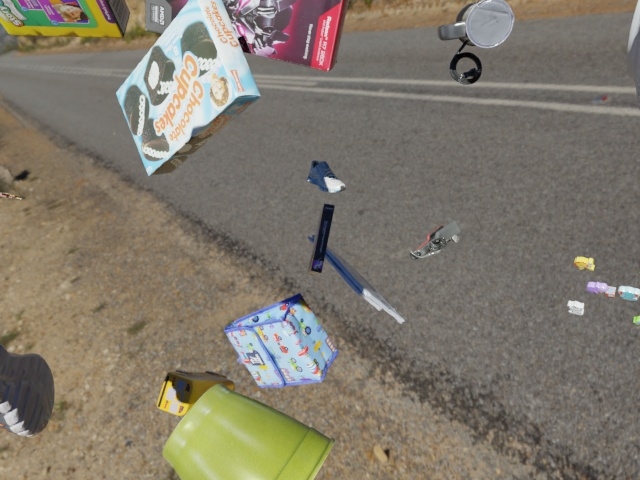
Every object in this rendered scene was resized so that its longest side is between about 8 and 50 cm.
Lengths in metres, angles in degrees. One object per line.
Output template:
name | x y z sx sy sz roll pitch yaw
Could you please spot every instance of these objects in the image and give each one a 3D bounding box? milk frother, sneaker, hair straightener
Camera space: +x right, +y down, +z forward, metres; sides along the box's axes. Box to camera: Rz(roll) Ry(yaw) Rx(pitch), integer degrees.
milk frother | 0.304 -0.378 1.001 0.129 0.143 0.134 -26 17 16
sneaker | -0.561 0.225 0.815 0.180 0.321 0.124 -1 54 1
hair straightener | 0.290 -0.004 1.274 0.089 0.047 0.230 -22 0 42
sneaker | 0.016 -0.213 1.690 0.072 0.082 0.191 -12 29 -33

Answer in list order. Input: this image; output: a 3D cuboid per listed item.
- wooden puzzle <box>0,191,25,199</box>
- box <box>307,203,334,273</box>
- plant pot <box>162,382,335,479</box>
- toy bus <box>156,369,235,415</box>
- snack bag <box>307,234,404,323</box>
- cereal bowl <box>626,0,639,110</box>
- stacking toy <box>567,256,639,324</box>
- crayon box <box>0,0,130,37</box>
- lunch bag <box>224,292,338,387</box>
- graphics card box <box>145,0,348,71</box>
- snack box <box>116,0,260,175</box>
wooden puzzle | -0.623 -0.090 1.026 0.083 0.006 0.049 11 2 10
box | 0.000 0.000 1.241 0.029 0.162 0.116 13 -9 -4
plant pot | -0.208 0.577 1.380 0.353 0.366 0.366 35 51 11
toy bus | -0.375 0.475 1.628 0.130 0.333 0.108 11 79 21
snack bag | 0.124 0.139 1.798 0.037 0.342 0.323 -46 53 4
cereal bowl | 0.530 -0.300 0.722 0.141 0.338 0.339 21 48 38
stacking toy | 0.806 0.135 1.427 0.221 0.052 0.166 8 60 33
crayon box | -0.677 -0.656 1.239 0.314 0.363 0.106 3 67 1
lunch bag | -0.136 0.311 1.523 0.293 0.220 0.138 -22 16 34
graphics card box | -0.131 -0.473 0.962 0.371 0.232 0.094 14 32 1
snack box | -0.253 -0.266 0.945 0.322 0.187 0.060 -25 -5 43
